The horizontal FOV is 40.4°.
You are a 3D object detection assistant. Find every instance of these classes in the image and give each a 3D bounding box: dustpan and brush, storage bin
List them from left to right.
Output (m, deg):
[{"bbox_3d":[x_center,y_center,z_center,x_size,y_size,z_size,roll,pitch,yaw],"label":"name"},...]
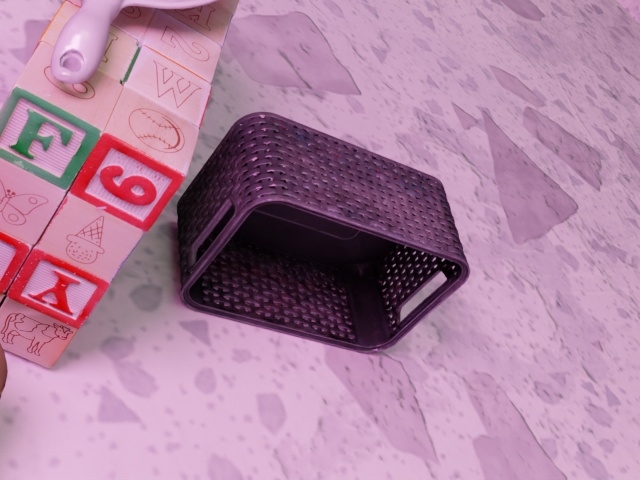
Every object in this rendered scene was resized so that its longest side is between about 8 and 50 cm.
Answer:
[{"bbox_3d":[-0.104,-0.149,0.451,0.147,0.060,0.211,18,33,-13],"label":"dustpan and brush"},{"bbox_3d":[0.000,0.000,0.618,0.180,0.122,0.084,17,43,-30],"label":"storage bin"}]

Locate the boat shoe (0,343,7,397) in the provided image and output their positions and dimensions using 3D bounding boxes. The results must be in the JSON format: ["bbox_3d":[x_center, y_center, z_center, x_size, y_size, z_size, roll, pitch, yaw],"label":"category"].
[{"bbox_3d":[-0.293,0.020,0.328,0.341,0.121,0.110,29,37,-19],"label":"boat shoe"}]

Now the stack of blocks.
[{"bbox_3d":[-0.134,-0.091,0.547,0.087,0.171,0.297,28,37,-18],"label":"stack of blocks"}]
